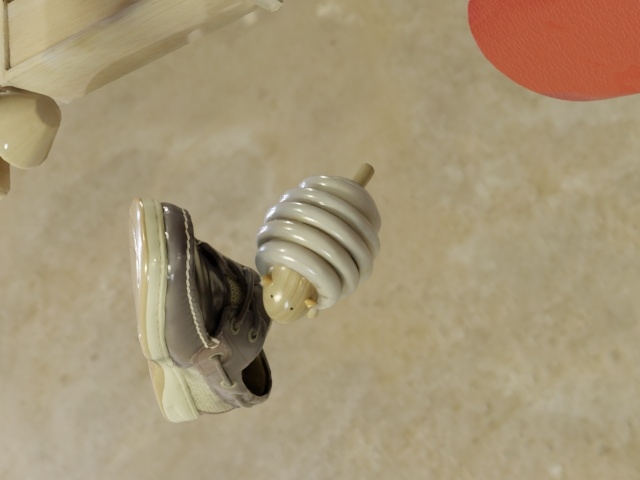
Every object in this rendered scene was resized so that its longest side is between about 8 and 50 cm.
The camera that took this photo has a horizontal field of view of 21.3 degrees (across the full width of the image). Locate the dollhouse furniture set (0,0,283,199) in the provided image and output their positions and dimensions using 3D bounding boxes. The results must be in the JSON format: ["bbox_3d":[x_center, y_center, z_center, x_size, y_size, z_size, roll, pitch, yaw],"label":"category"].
[{"bbox_3d":[-0.198,-0.205,0.811,0.174,0.355,0.303,-21,63,33],"label":"dollhouse furniture set"}]

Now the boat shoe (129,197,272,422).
[{"bbox_3d":[-0.080,0.050,1.195,0.092,0.285,0.102,-5,62,-1],"label":"boat shoe"}]

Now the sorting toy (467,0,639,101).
[{"bbox_3d":[0.089,-0.241,0.937,0.127,0.365,0.126,-11,42,43],"label":"sorting toy"}]

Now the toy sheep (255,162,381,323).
[{"bbox_3d":[0.000,0.000,1.154,0.091,0.091,0.132,5,57,38],"label":"toy sheep"}]
